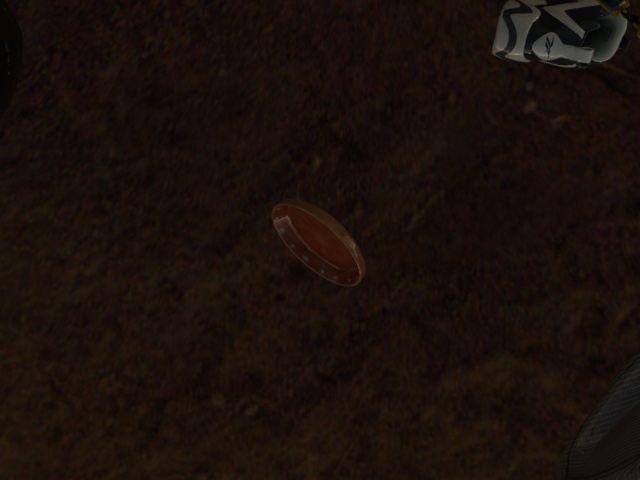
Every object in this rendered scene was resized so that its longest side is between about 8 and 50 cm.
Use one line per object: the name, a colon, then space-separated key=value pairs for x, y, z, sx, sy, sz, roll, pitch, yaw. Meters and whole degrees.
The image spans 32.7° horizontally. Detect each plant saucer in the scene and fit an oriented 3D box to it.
plant saucer: x=0.000 y=0.000 z=0.799 sx=0.013 sy=0.083 sz=0.083 roll=-47 pitch=110 yaw=-23

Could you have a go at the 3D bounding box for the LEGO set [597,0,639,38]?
LEGO set: x=0.276 y=-0.215 z=0.659 sx=0.331 sy=0.192 sz=0.255 roll=23 pitch=83 yaw=33

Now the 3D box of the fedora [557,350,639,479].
fedora: x=0.237 y=0.132 z=0.645 sx=0.124 sy=0.243 sz=0.275 roll=42 pitch=128 yaw=-8

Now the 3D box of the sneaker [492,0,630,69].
sneaker: x=0.325 y=-0.280 z=1.392 sx=0.153 sy=0.235 sz=0.094 roll=20 pitch=121 yaw=17

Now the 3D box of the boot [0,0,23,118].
boot: x=-0.330 y=-0.194 z=0.963 sx=0.106 sy=0.082 sz=0.219 roll=30 pitch=141 yaw=13
